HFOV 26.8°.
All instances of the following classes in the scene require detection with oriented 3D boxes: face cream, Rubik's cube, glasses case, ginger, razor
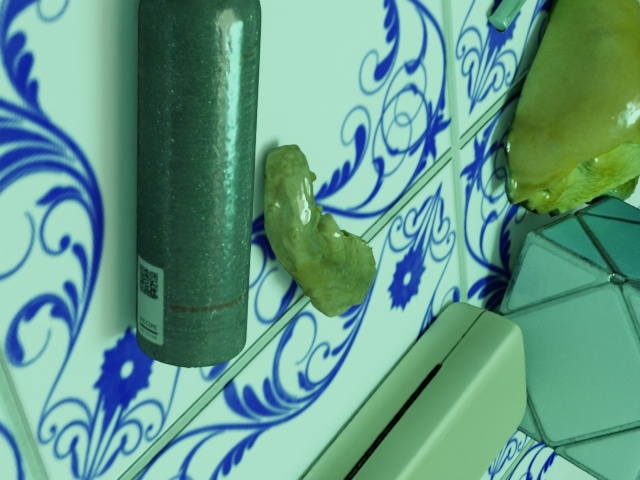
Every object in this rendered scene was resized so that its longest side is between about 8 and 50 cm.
[{"bbox_3d":[-0.075,-0.059,0.818,0.073,0.073,0.283,-28,130,-48],"label":"face cream"},{"bbox_3d":[0.304,0.100,1.354,0.205,0.205,0.207,-21,136,-52],"label":"Rubik's cube"},{"bbox_3d":[0.072,0.209,1.203,0.336,0.076,0.144,-46,142,-35],"label":"glasses case"},{"bbox_3d":[-0.002,0.002,0.993,0.069,0.051,0.173,-61,150,-21],"label":"ginger"},{"bbox_3d":[0.208,-0.269,1.179,0.211,0.036,0.084,-61,146,-16],"label":"razor"}]

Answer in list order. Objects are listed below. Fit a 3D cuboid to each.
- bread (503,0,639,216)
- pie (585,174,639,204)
[{"bbox_3d":[0.279,-0.130,1.276,0.174,0.133,0.251,25,85,-62],"label":"bread"},{"bbox_3d":[0.329,-0.123,1.448,0.187,0.041,0.186,-34,133,-46],"label":"pie"}]
